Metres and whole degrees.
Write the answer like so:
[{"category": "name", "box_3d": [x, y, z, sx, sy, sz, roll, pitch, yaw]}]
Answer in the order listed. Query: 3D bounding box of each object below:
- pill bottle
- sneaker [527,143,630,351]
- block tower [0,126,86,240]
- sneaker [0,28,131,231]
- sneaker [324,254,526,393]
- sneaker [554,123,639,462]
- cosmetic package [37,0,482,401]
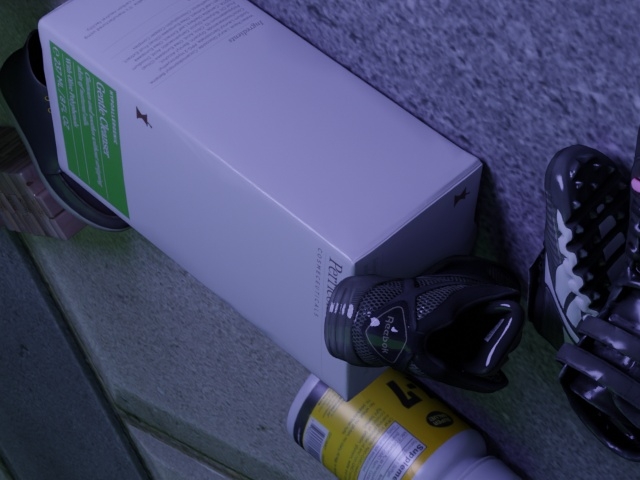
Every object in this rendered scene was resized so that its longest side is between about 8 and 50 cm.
[{"category": "pill bottle", "box_3d": [0.080, 0.200, 1.574, 0.208, 0.119, 0.119, 37, 152, 25]}, {"category": "sneaker", "box_3d": [0.186, 0.027, 1.216, 0.106, 0.078, 0.234, 18, 142, 45]}, {"category": "block tower", "box_3d": [-0.359, -0.072, 1.958, 0.335, 0.097, 0.091, 6, 130, 54]}, {"category": "sneaker", "box_3d": [-0.256, -0.110, 1.746, 0.222, 0.083, 0.118, 52, 154, -1]}, {"category": "sneaker", "box_3d": [0.115, 0.064, 1.256, 0.130, 0.227, 0.087, 15, 99, 32]}, {"category": "sneaker", "box_3d": [0.221, 0.030, 1.083, 0.104, 0.147, 0.295, 30, 147, 40]}, {"category": "cosmetic package", "box_3d": [-0.054, -0.063, 1.398, 0.365, 0.155, 0.197, 38, 149, 27]}]
